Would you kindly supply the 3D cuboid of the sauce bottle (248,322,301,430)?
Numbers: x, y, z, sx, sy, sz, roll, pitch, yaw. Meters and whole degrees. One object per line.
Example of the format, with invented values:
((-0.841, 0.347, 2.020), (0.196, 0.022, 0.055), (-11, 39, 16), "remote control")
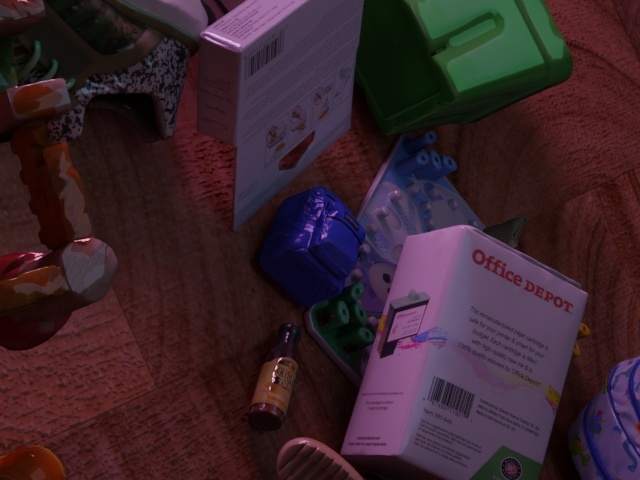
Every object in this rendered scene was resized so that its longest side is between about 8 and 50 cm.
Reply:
((-0.046, 0.146, 1.818), (0.042, 0.042, 0.128), (40, 45, -29), "sauce bottle")

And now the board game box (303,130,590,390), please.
((0.176, 0.107, 2.094), (0.390, 0.050, 0.390), (50, 40, -19), "board game box")

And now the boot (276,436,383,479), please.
((0.040, 0.289, 1.789), (0.248, 0.090, 0.207), (53, 8, -8), "boot")

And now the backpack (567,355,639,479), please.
((0.482, 0.312, 2.159), (0.290, 0.273, 0.355), (-5, 36, -33), "backpack")

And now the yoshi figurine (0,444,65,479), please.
((-0.308, 0.333, 1.349), (0.362, 0.204, 0.203), (-59, 158, -62), "yoshi figurine")

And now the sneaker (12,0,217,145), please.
((-0.271, -0.190, 1.670), (0.410, 0.158, 0.182), (9, 76, -43), "sneaker")

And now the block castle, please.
((-0.380, -0.109, 1.375), (0.303, 0.213, 0.453), (-15, 87, -36), "block castle")

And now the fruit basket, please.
((0.175, -0.341, 2.144), (0.392, 0.283, 0.392), (9, 73, -30), "fruit basket")

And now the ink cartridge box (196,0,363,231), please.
((-0.044, -0.178, 1.907), (0.275, 0.060, 0.239), (-43, 149, -45), "ink cartridge box")

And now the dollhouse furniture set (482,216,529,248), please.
((0.193, 0.008, 2.065), (0.058, 0.076, 0.151), (49, 41, -17), "dollhouse furniture set")

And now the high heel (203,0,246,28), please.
((-0.111, -0.245, 1.918), (0.261, 0.093, 0.186), (-24, 91, -55), "high heel")

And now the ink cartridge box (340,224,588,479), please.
((0.166, 0.149, 1.905), (0.201, 0.117, 0.278), (27, 71, -28), "ink cartridge box")

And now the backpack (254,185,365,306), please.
((0.000, 0.000, 1.907), (0.098, 0.101, 0.120), (50, 36, -29), "backpack")
